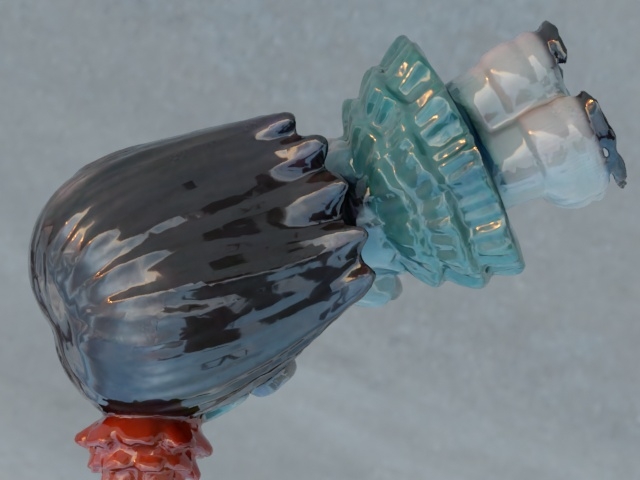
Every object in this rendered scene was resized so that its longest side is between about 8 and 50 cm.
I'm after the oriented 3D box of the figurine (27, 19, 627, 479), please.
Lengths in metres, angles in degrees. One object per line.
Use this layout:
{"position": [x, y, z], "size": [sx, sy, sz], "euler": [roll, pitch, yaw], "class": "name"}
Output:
{"position": [0.000, 0.000, 0.782], "size": [0.245, 0.138, 0.110], "euler": [-25, 153, 1], "class": "figurine"}
